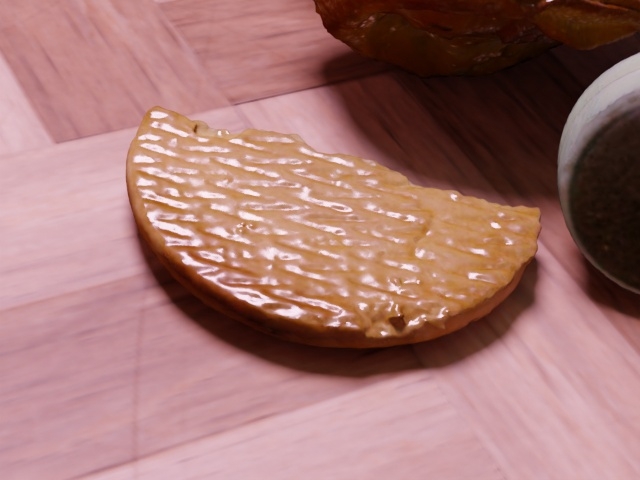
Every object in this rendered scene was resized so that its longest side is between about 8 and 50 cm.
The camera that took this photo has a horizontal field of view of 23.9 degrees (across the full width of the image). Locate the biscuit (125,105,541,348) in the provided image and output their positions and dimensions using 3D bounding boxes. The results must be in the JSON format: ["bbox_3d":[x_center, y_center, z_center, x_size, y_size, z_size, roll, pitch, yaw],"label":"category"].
[{"bbox_3d":[0.000,0.001,0.788,0.224,0.033,0.144,13,44,3],"label":"biscuit"}]

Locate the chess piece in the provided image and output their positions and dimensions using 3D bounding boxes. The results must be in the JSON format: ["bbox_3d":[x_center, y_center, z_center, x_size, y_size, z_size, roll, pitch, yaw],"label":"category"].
[{"bbox_3d":[0.218,-0.082,0.877,0.139,0.139,0.272,17,31,7],"label":"chess piece"}]

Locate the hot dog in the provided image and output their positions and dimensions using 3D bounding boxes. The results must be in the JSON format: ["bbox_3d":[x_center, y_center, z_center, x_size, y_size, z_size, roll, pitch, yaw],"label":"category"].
[{"bbox_3d":[0.116,-0.155,0.881,0.259,0.175,0.114,-3,86,-20],"label":"hot dog"}]
